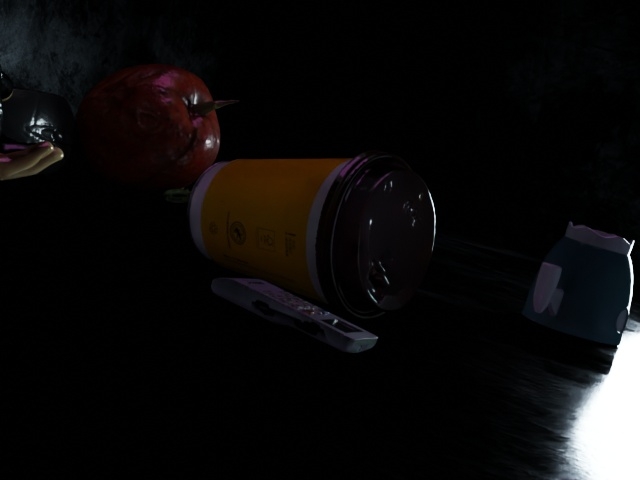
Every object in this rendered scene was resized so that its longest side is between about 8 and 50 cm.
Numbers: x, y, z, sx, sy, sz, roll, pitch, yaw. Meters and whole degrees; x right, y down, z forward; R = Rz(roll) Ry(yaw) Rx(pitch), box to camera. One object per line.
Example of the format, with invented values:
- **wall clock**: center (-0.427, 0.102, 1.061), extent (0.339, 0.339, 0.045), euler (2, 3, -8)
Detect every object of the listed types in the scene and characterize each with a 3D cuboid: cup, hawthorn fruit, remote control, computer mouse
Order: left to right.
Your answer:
- **computer mouse**: center (-0.490, -0.179, 1.663), extent (0.086, 0.137, 0.270), euler (15, 5, 35)
- **hawthorn fruit**: center (-0.312, -0.205, 1.891), extent (0.258, 0.258, 0.262), euler (14, -15, -26)
- **remote control**: center (-0.027, 0.073, 1.021), extent (0.166, 0.029, 0.065), euler (24, 7, 26)
- **cup**: center (-0.014, -0.018, 1.224), extent (0.280, 0.196, 0.196), euler (10, 1, 38)
- **cup**: center (0.436, 0.066, 1.701), extent (0.167, 0.173, 0.300), euler (22, 7, 37)

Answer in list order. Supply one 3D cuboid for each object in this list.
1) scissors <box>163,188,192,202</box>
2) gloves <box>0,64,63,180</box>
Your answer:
- **scissors**: center (-0.196, -0.084, 1.937), extent (0.133, 0.020, 0.187), euler (-18, -19, 22)
- **gloves**: center (-0.474, -0.173, 1.477), extent (0.152, 0.197, 0.301), euler (-17, -22, 14)
